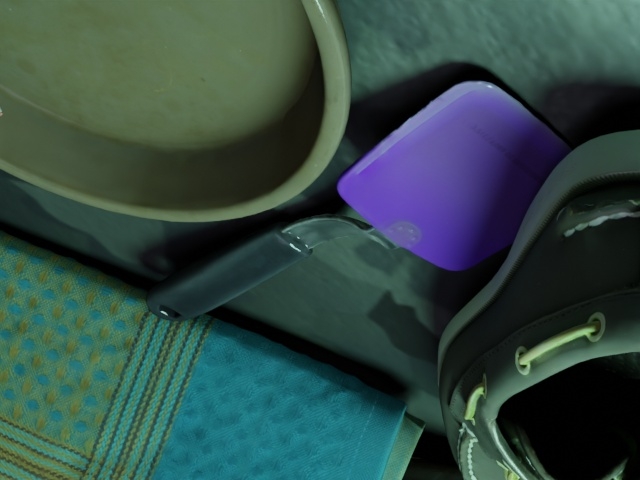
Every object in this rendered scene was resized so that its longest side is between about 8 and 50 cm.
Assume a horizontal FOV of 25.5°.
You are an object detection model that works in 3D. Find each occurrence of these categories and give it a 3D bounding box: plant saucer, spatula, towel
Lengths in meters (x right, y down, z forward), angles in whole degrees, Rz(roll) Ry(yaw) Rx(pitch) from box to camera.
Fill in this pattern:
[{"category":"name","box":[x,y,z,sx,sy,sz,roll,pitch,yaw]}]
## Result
[{"category":"plant saucer","box":[-0.113,-0.109,0.587,0.278,0.041,0.278,17,148,11]},{"category":"spatula","box":[0.000,0.000,0.679,0.084,0.030,0.296,35,148,-25]},{"category":"towel","box":[-0.156,0.149,0.802,0.370,0.271,0.040,22,175,9]}]

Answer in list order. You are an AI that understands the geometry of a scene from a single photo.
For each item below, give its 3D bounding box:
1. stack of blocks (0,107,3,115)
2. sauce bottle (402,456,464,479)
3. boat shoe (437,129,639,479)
[{"category":"stack of blocks","box":[-0.287,-0.125,0.574,0.297,0.087,0.171,52,150,-20]},{"category":"sauce bottle","box":[0.043,0.183,0.849,0.344,0.111,0.111,1,142,35]},{"category":"boat shoe","box":[0.112,0.069,0.637,0.109,0.091,0.305,10,150,-1]}]
